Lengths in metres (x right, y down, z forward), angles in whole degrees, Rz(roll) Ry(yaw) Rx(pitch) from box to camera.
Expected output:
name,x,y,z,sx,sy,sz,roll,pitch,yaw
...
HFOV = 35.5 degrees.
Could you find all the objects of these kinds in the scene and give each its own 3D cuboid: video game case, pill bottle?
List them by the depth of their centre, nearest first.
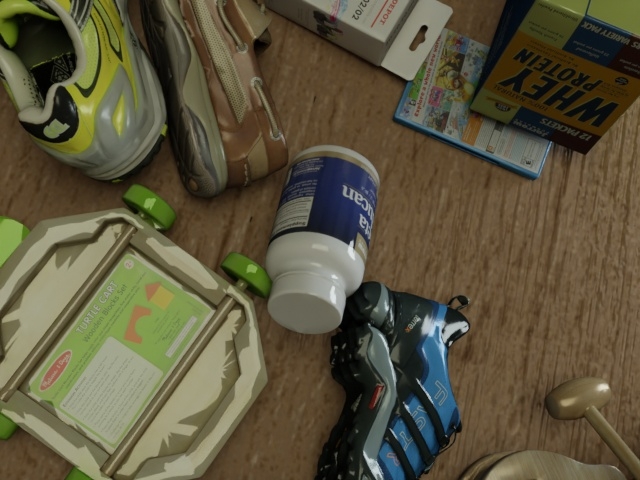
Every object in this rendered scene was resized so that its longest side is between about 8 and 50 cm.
name,x,y,z,sx,sy,sz,roll,pitch,yaw
pill bottle,0.000,0.000,0.949,0.094,0.094,0.169,15,54,-3
video game case,0.175,-0.149,1.071,0.166,0.015,0.119,23,76,-1

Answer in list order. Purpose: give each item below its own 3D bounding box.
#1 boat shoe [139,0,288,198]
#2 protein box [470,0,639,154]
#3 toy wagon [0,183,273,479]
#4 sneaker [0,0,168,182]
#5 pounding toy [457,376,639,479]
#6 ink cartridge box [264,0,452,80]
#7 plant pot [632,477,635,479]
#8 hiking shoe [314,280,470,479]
name,x,y,z,sx,sy,sz,roll,pitch,yaw
boat shoe,-0.110,-0.205,1.006,0.116,0.123,0.325,-11,85,-16
protein box,0.264,-0.232,0.992,0.135,0.201,0.200,22,67,-1
toy wagon,-0.219,0.076,0.947,0.344,0.068,0.267,35,75,3
sneaker,-0.259,-0.246,0.953,0.145,0.147,0.385,-29,74,12
pounding toy,0.218,0.265,0.909,0.154,0.155,0.270,-6,78,-13
ink cartridge box,0.043,-0.259,1.050,0.181,0.061,0.104,29,76,6
plant pot,0.418,0.240,0.924,0.212,0.212,0.187,-38,71,-13
hiking shoe,0.074,0.193,0.933,0.132,0.113,0.304,10,83,-16
